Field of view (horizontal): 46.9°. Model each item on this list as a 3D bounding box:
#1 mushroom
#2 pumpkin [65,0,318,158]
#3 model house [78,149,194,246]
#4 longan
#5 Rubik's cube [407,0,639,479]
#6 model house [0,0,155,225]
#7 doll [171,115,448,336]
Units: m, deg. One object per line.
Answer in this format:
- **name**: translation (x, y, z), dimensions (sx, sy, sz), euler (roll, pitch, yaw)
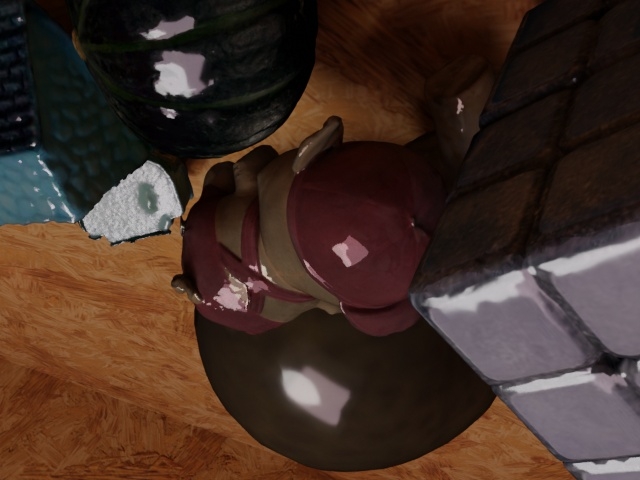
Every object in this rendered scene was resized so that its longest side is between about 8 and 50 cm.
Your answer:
- **mushroom**: translation (0.143, -0.070, 0.698), dimensions (0.207, 0.207, 0.215), euler (1, 131, 26)
- **pumpkin**: translation (-0.104, -0.191, 0.612), dimensions (0.250, 0.216, 0.250), euler (32, 142, 30)
- **model house**: translation (-0.240, -0.081, 0.976), dimensions (0.148, 0.149, 0.119), euler (-15, 114, 11)
- **longan**: translation (0.037, 0.115, 0.924), dimensions (0.404, 0.336, 0.404), euler (5, 146, 3)
- **Rubik's cube**: translation (0.317, -0.012, 0.462), dimensions (0.344, 0.337, 0.344), euler (46, 139, -19)
- **model house**: translation (-0.351, -0.164, 0.807), dimensions (0.261, 0.226, 0.241), euler (-2, 127, 24)
- **doll**: translation (0.001, -0.003, 0.622), dimensions (0.196, 0.152, 0.256), euler (28, 151, -37)
